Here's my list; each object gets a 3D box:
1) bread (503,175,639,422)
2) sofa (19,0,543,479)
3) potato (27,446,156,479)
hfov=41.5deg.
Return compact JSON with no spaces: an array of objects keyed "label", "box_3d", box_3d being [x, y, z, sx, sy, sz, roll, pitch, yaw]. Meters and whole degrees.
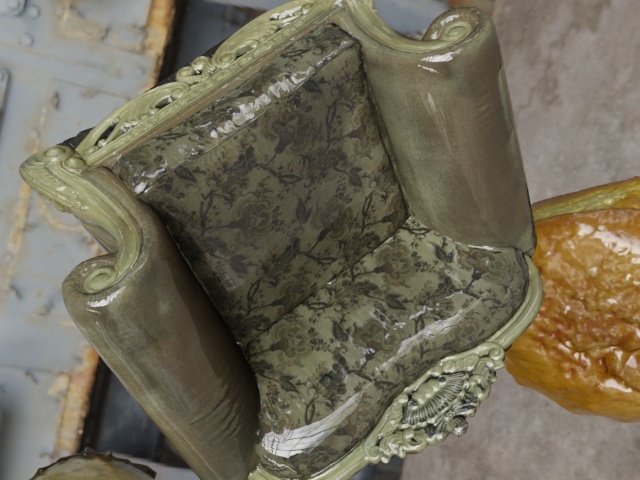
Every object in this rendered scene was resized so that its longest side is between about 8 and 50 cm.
[{"label":"bread","box_3d":[0.277,0.059,0.791,0.268,0.268,0.146,-57,-1,41]},{"label":"sofa","box_3d":[0.000,0.000,0.468,0.182,0.258,0.200,41,161,45]},{"label":"potato","box_3d":[-0.195,0.347,0.807,0.242,0.242,0.286,-20,78,64]}]
